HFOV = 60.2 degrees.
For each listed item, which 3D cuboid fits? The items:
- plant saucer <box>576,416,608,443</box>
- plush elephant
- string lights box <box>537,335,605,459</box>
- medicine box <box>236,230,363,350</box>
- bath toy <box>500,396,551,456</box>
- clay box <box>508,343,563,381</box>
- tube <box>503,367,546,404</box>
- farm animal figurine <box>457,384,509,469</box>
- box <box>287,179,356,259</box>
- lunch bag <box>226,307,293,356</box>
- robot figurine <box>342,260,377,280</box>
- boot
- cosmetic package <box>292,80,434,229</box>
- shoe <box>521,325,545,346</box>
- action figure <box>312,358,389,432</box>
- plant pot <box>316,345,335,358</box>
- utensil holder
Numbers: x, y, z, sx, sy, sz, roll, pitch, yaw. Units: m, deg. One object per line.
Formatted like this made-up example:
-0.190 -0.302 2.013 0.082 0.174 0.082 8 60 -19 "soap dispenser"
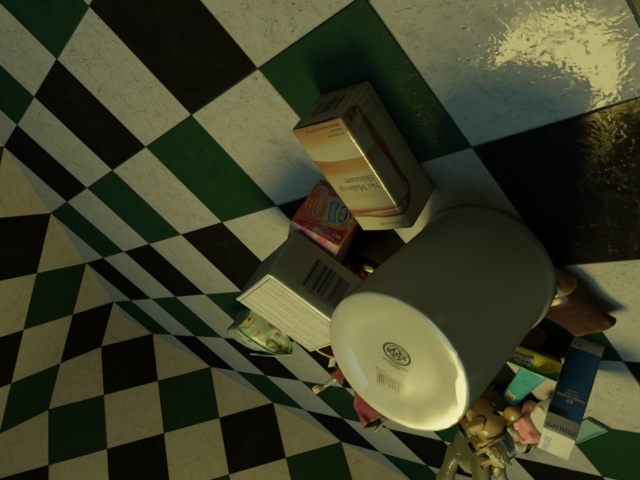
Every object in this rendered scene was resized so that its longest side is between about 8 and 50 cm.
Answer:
0.809 0.587 1.704 0.067 0.018 0.192 28 150 11 "plant saucer"
0.599 0.763 1.967 0.256 0.329 0.272 19 159 -23 "plush elephant"
0.609 0.380 1.343 0.077 0.259 0.133 18 148 27 "string lights box"
-0.045 0.146 1.461 0.263 0.149 0.289 37 152 -9 "medicine box"
0.662 0.568 1.719 0.129 0.151 0.348 -6 151 -16 "bath toy"
0.539 0.301 1.397 0.128 0.053 0.222 20 180 21 "clay box"
0.605 0.429 1.647 0.080 0.052 0.207 22 144 11 "tube"
0.488 0.511 1.748 0.330 0.172 0.326 57 -175 -35 "farm animal figurine"
0.000 0.000 1.503 0.142 0.154 0.300 30 150 8 "box"
-0.251 0.416 2.381 0.262 0.160 0.223 41 157 -12 "lunch bag"
0.144 0.187 1.671 0.211 0.085 0.291 -19 117 39 "robot figurine"
0.517 0.162 1.281 0.207 0.090 0.248 40 147 -6 "boot"
0.096 -0.169 1.172 0.153 0.129 0.296 -4 134 47 "cosmetic package"
0.466 0.211 1.416 0.219 0.076 0.058 25 -171 -4 "shoe"
0.155 0.530 2.113 0.370 0.248 0.275 50 122 22 "action figure"
0.066 0.263 1.830 0.237 0.237 0.109 40 -168 -10 "plant pot"
0.252 0.144 1.132 0.328 0.385 0.327 22 127 32 "utensil holder"
